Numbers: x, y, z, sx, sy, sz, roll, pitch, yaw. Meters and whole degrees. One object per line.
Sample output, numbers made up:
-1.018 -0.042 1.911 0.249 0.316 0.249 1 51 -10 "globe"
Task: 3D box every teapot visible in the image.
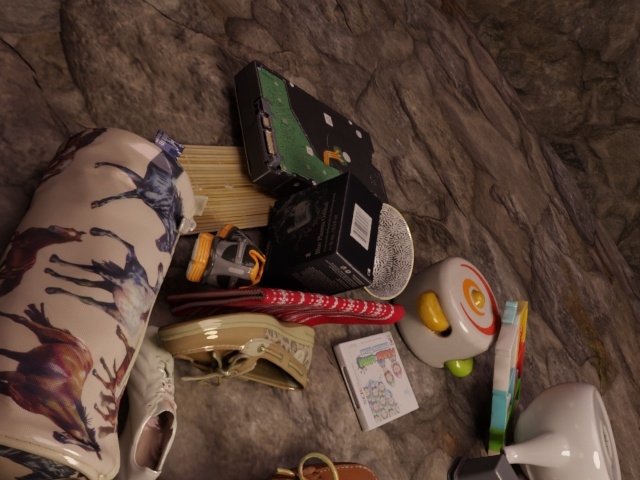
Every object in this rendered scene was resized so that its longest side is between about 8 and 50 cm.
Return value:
0.459 0.398 1.292 0.256 0.187 0.252 61 30 -23 "teapot"

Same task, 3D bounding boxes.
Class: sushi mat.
-0.143 -0.084 1.048 0.317 0.019 0.151 -9 72 -54 "sushi mat"

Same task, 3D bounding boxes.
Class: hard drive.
-0.006 -0.155 1.215 0.339 0.064 0.236 23 46 -47 "hard drive"

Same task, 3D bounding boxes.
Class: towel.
-0.040 0.093 0.903 0.275 0.199 0.031 12 74 -47 "towel"

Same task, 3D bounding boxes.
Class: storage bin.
0.304 0.438 1.169 0.098 0.091 0.135 -29 90 -56 "storage bin"

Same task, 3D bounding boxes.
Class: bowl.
0.084 0.022 1.187 0.170 0.080 0.170 7 80 -46 "bowl"

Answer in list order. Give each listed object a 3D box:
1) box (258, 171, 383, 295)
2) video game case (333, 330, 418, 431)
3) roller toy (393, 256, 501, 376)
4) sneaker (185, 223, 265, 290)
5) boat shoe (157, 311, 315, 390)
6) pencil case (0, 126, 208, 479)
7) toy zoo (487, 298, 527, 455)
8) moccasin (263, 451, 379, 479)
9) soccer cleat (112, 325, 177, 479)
0.000 0.000 1.025 0.093 0.158 0.156 41 45 -35 "box"
0.096 0.231 1.120 0.157 0.019 0.143 -2 68 -53 "video game case"
0.246 0.132 1.269 0.209 0.146 0.191 41 38 -25 "roller toy"
-0.112 0.030 0.889 0.083 0.084 0.215 15 7 3 "sneaker"
-0.090 0.146 0.856 0.285 0.105 0.089 19 63 -56 "boat shoe"
-0.241 0.060 0.687 0.184 0.160 0.410 12 48 -7 "pencil case"
0.367 0.247 1.301 0.192 0.030 0.293 -42 135 -56 "toy zoo"
-0.044 0.326 0.759 0.380 0.147 0.139 11 57 -48 "moccasin"
-0.187 0.180 0.748 0.068 0.076 0.196 31 43 -35 "soccer cleat"
